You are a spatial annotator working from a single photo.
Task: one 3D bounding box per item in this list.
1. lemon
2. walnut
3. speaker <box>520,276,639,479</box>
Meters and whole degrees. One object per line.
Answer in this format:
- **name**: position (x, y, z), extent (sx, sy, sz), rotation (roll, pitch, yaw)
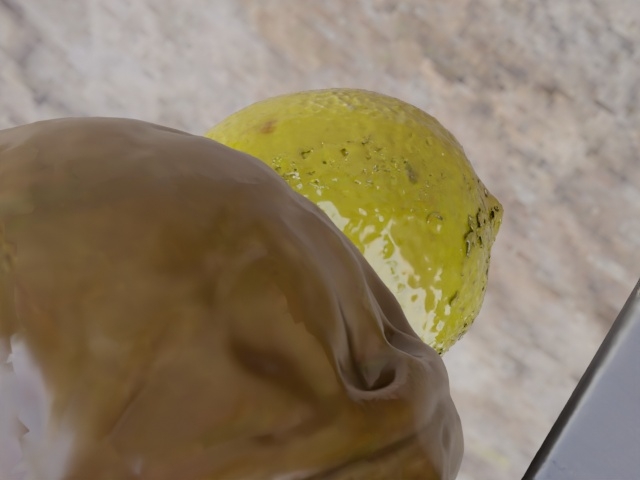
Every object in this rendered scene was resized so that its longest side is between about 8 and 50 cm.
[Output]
- **lemon**: position (0.000, 0.000, 1.644), extent (0.310, 0.258, 0.258), rotation (1, 155, 2)
- **walnut**: position (-0.086, 0.116, 0.890), extent (0.354, 0.308, 0.398), rotation (63, -177, -2)
- **speaker**: position (0.205, 0.142, 0.790), extent (0.231, 0.192, 0.153), rotation (30, -179, 27)
